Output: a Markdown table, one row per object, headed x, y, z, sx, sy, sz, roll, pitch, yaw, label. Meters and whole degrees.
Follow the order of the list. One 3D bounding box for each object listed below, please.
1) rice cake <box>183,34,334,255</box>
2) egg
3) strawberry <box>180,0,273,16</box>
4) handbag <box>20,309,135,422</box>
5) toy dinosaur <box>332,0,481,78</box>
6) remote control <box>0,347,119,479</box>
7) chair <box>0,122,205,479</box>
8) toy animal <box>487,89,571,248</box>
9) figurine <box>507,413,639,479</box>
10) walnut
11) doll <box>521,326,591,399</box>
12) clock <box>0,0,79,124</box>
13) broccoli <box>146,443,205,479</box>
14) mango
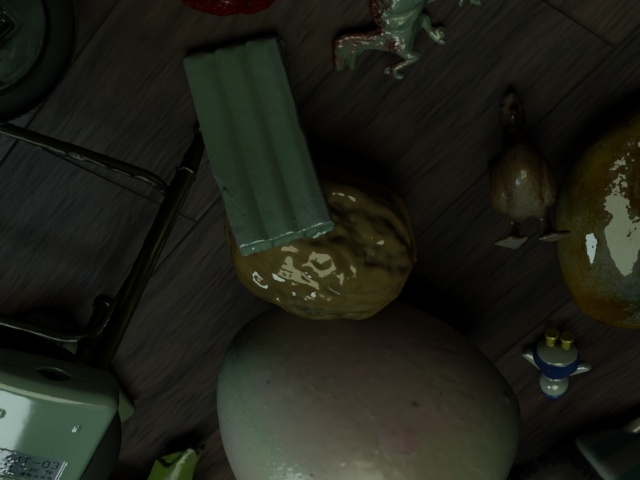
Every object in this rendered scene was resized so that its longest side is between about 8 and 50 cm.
| x | y | z | sx | sy | sz | roll | pitch | yaw | label |
| --- | --- | --- | --- | --- | --- | --- | --- | --- | --- |
| -0.072 | -0.108 | 1.419 | 0.127 | 0.237 | 0.043 | -15 | 175 | 8 | rice cake |
| 0.027 | 0.221 | 1.639 | 0.340 | 0.354 | 0.354 | 40 | 121 | -21 | egg |
| -0.092 | -0.288 | 1.297 | 0.131 | 0.131 | 0.148 | 10 | 174 | -12 | strawberry |
| -0.380 | 0.259 | 1.772 | 0.241 | 0.109 | 0.315 | -35 | 134 | -15 | handbag |
| 0.089 | -0.271 | 1.353 | 0.167 | 0.053 | 0.242 | 1 | 143 | 6 | toy dinosaur |
| -0.299 | 0.217 | 1.239 | 0.140 | 0.056 | 0.296 | 16 | 132 | -18 | remote control |
| -0.353 | 0.066 | 1.414 | 0.362 | 0.410 | 0.365 | 19 | 130 | -20 | chair |
| 0.238 | -0.080 | 1.520 | 0.089 | 0.179 | 0.188 | -9 | 171 | 5 | toy animal |
| 0.488 | 0.436 | 1.925 | 0.377 | 0.266 | 0.361 | -32 | 133 | 25 | figurine |
| 0.000 | 0.000 | 1.521 | 0.245 | 0.198 | 0.198 | 19 | 131 | -11 | walnut |
| 0.334 | 0.180 | 1.805 | 0.098 | 0.058 | 0.143 | 10 | 137 | 17 | doll |
| -0.357 | -0.220 | 1.298 | 0.215 | 0.042 | 0.215 | 0 | 91 | -15 | clock |
| -0.298 | 0.452 | 1.977 | 0.254 | 0.186 | 0.302 | -13 | 107 | -18 | broccoli |
| 0.383 | -0.027 | 1.548 | 0.192 | 0.146 | 0.316 | -9 | 128 | -4 | mango |
